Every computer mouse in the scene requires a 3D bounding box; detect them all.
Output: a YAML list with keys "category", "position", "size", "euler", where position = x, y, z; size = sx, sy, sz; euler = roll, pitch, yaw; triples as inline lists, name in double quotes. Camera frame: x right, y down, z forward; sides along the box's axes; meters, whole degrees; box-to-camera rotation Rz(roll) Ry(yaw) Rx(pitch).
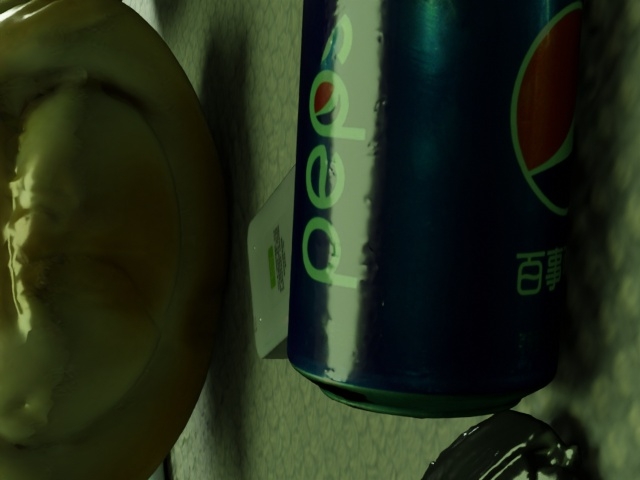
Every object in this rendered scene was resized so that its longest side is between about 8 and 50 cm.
- category: "computer mouse"
  position: [0.066, 0.144, 0.604]
  size: [0.099, 0.057, 0.172]
  euler: [-112, 29, -43]

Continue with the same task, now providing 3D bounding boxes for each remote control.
- category: "remote control"
  position: [0.000, 0.000, 0.850]
  size: [0.250, 0.034, 0.103]
  euler: [133, 134, -64]

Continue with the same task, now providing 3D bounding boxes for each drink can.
- category: "drink can"
  position: [0.046, -0.035, 0.573]
  size: [0.118, 0.118, 0.205]
  euler: [-155, 65, -71]

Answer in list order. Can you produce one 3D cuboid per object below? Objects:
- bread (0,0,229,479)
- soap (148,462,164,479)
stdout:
- category: "bread"
  position: [-0.238, 0.007, 1.111]
  size: [0.245, 0.329, 0.424]
  euler: [-172, 89, -72]
- category: "soap"
  position: [-0.227, 0.184, 1.460]
  size: [0.173, 0.095, 0.289]
  euler: [117, 148, -56]
